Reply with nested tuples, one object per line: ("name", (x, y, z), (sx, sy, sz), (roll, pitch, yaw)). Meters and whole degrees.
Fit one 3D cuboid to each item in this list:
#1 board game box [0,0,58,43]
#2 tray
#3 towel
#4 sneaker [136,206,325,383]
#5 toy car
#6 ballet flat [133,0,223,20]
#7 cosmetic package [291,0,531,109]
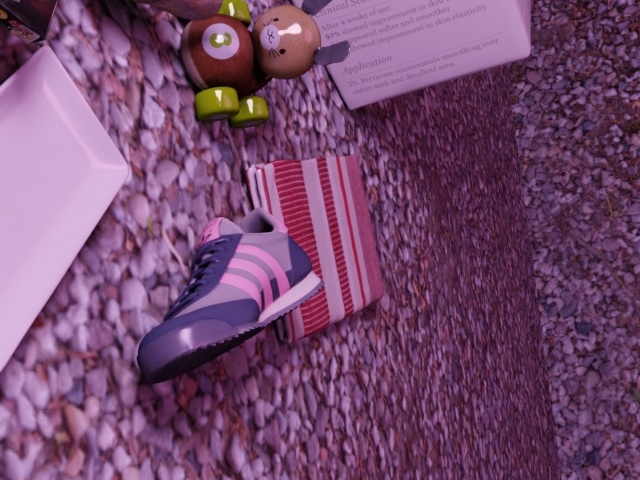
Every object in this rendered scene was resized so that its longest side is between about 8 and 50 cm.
("board game box", (-0.239, -0.300, 0.665), (0.136, 0.030, 0.260), (38, 53, -47))
("tray", (-0.249, -0.034, 0.679), (0.145, 0.030, 0.270), (61, 29, -31))
("towel", (0.000, 0.000, 1.198), (0.329, 0.037, 0.237), (-16, 95, -64))
("sneaker", (-0.109, 0.048, 0.881), (0.131, 0.112, 0.319), (59, 22, 1))
("toy car", (-0.057, -0.236, 0.999), (0.149, 0.188, 0.155), (-3, 81, -66))
("ballet flat", (-0.218, -0.312, 0.810), (0.316, 0.107, 0.106), (46, 42, -33))
("cosmetic package", (0.134, -0.494, 1.370), (0.394, 0.329, 0.327), (59, 31, -36))
